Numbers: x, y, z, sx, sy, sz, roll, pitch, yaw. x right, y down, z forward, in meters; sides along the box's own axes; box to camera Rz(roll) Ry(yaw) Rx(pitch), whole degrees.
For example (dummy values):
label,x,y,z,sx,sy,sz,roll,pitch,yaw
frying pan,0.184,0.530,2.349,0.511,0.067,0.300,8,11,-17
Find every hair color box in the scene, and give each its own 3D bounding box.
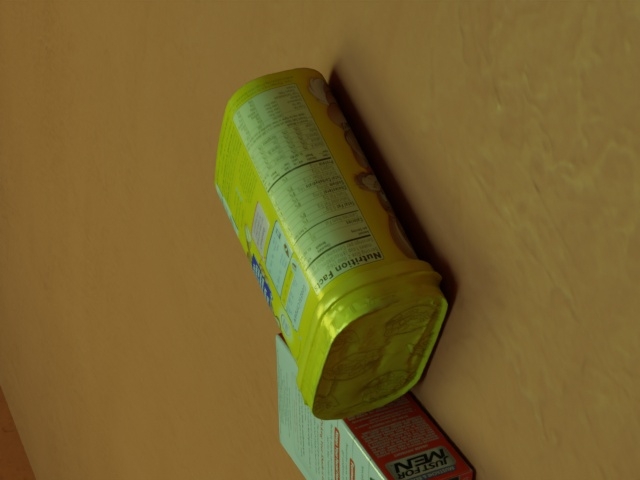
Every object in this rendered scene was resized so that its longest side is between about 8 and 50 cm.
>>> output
label,x,y,z,sx,sy,sz,roll,pitch,yaw
hair color box,0.030,0.131,0.973,0.167,0.053,0.093,-129,31,-49

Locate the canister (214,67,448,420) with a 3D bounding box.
label,x,y,z,sx,sy,sz,roll,pitch,yaw
canister,0.000,0.000,0.922,0.126,0.073,0.170,105,145,-54
